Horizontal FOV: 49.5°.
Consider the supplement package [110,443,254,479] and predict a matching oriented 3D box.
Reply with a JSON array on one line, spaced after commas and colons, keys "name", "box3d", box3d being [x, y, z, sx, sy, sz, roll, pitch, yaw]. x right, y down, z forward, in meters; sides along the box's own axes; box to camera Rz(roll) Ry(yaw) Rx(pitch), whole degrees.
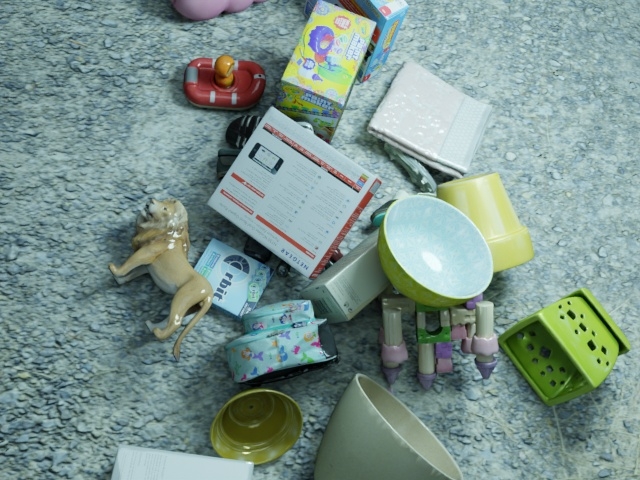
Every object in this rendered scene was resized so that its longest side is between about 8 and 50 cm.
[{"name": "supplement package", "box3d": [-0.308, 0.563, 1.517, 0.293, 0.175, 0.178, 10, 66, -6]}]

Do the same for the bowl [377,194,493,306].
[{"name": "bowl", "box3d": [0.246, 0.050, 1.652, 0.289, 0.156, 0.289, 14, 51, -18]}]

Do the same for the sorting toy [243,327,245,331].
[{"name": "sorting toy", "box3d": [-0.149, 0.232, 1.769, 0.083, 0.012, 0.062, -19, 75, -17]}]

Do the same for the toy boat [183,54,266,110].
[{"name": "toy boat", "box3d": [-0.267, -0.461, 1.947, 0.231, 0.151, 0.151, 2, 69, -10]}]

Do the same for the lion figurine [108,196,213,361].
[{"name": "lion figurine", "box3d": [-0.363, 0.083, 1.705, 0.240, 0.142, 0.392, -33, 71, -17]}]

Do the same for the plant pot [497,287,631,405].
[{"name": "plant pot", "box3d": [0.640, 0.264, 1.797, 0.207, 0.227, 0.228, -28, 76, -26]}]

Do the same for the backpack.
[{"name": "backpack", "box3d": [-0.104, 0.246, 1.651, 0.253, 0.225, 0.191, -20, 86, -7]}]

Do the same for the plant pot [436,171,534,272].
[{"name": "plant pot", "box3d": [0.409, -0.046, 1.818, 0.254, 0.254, 0.239, -15, 96, -16]}]

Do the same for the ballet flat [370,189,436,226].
[{"name": "ballet flat", "box3d": [0.259, -0.087, 1.938, 0.280, 0.095, 0.096, 2, 56, -21]}]

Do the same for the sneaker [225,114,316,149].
[{"name": "sneaker", "box3d": [-0.121, -0.263, 1.928, 0.281, 0.162, 0.106, 9, 71, 31]}]

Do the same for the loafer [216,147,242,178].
[{"name": "loafer", "box3d": [-0.156, -0.193, 1.878, 0.267, 0.096, 0.084, 7, 82, 18]}]

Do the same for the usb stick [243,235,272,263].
[{"name": "usb stick", "box3d": [-0.130, -0.070, 1.875, 0.077, 0.045, 0.278, 20, 67, 0]}]

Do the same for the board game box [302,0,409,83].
[{"name": "board game box", "box3d": [0.092, -0.670, 2.018, 0.086, 0.302, 0.308, -33, 78, -21]}]

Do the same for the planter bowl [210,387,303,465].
[{"name": "planter bowl", "box3d": [-0.156, 0.415, 1.629, 0.217, 0.217, 0.090, -7, 26, -13]}]

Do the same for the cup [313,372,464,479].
[{"name": "cup", "box3d": [0.124, 0.503, 1.575, 0.331, 0.331, 0.237, 43, 93, 8]}]

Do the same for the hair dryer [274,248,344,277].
[{"name": "hair dryer", "box3d": [0.000, 0.000, 1.873, 0.223, 0.080, 0.294, 20, 71, -20]}]

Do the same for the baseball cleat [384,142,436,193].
[{"name": "baseball cleat", "box3d": [0.280, -0.232, 2.004, 0.109, 0.072, 0.206, -38, 80, -21]}]

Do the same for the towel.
[{"name": "towel", "box3d": [0.331, -0.361, 2.041, 0.317, 0.053, 0.332, 28, 53, 1]}]

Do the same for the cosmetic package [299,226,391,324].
[{"name": "cosmetic package", "box3d": [0.113, 0.078, 1.776, 0.309, 0.160, 0.113, -36, 96, -26]}]

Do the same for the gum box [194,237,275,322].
[{"name": "gum box", "box3d": [-0.235, 0.103, 1.788, 0.184, 0.041, 0.157, 28, 66, 1]}]

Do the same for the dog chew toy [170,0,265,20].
[{"name": "dog chew toy", "box3d": [-0.280, -0.762, 2.049, 0.331, 0.206, 0.207, -12, 71, -24]}]

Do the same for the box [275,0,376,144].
[{"name": "box", "box3d": [0.004, -0.444, 1.923, 0.177, 0.279, 0.290, 22, 66, -2]}]

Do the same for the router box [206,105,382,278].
[{"name": "router box", "box3d": [-0.069, -0.121, 1.746, 0.335, 0.082, 0.301, 36, 95, 14]}]

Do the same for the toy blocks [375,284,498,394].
[{"name": "toy blocks", "box3d": [0.282, 0.254, 1.760, 0.288, 0.309, 0.260, -5, 103, -1]}]
